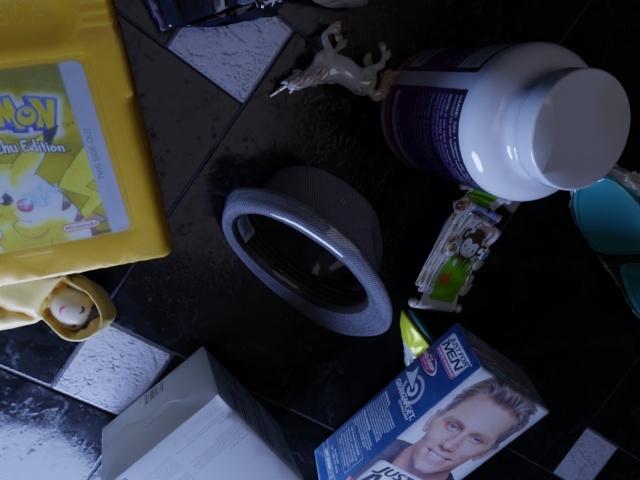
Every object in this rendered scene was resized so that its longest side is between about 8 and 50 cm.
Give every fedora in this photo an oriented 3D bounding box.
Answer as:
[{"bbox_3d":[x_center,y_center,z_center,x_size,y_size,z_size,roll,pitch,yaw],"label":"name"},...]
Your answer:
[{"bbox_3d":[0.000,0.000,0.774,0.275,0.244,0.124,42,61,-16],"label":"fedora"}]

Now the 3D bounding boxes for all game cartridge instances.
[{"bbox_3d":[-0.319,-0.101,0.549,0.285,0.052,0.323,-11,125,-10],"label":"game cartridge"}]

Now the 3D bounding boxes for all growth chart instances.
[{"bbox_3d":[0.227,0.018,0.901,0.172,0.021,0.237,2,117,-42],"label":"growth chart"}]

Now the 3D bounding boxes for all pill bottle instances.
[{"bbox_3d":[0.216,-0.155,0.717,0.182,0.323,0.181,-6,108,-17],"label":"pill bottle"}]

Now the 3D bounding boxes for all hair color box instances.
[{"bbox_3d":[0.169,0.312,0.917,0.174,0.105,0.347,34,110,-26],"label":"hair color box"}]

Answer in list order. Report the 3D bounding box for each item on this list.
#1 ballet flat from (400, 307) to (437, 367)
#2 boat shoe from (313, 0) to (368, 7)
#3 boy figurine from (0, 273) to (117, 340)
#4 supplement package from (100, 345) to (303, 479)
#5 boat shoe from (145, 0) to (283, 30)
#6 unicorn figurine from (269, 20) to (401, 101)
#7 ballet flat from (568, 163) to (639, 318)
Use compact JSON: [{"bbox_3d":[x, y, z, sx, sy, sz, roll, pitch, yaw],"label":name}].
[{"bbox_3d":[0.191,0.208,0.963,0.077,0.077,0.231,-40,117,11],"label":"ballet flat"},{"bbox_3d":[0.002,-0.348,0.632,0.103,0.285,0.092,2,93,16],"label":"boat shoe"},{"bbox_3d":[-0.394,0.046,0.698,0.285,0.092,0.177,36,90,-22],"label":"boy figurine"},{"bbox_3d":[-0.173,0.310,0.822,0.194,0.149,0.203,-39,115,-5],"label":"supplement package"},{"bbox_3d":[-0.162,-0.400,0.615,0.158,0.127,0.340,-26,114,-17],"label":"boat shoe"},{"bbox_3d":[0.023,-0.233,0.759,0.162,0.060,0.111,18,70,9],"label":"unicorn figurine"},{"bbox_3d":[0.568,-0.004,1.013,0.147,0.147,0.409,-41,118,-3],"label":"ballet flat"}]
